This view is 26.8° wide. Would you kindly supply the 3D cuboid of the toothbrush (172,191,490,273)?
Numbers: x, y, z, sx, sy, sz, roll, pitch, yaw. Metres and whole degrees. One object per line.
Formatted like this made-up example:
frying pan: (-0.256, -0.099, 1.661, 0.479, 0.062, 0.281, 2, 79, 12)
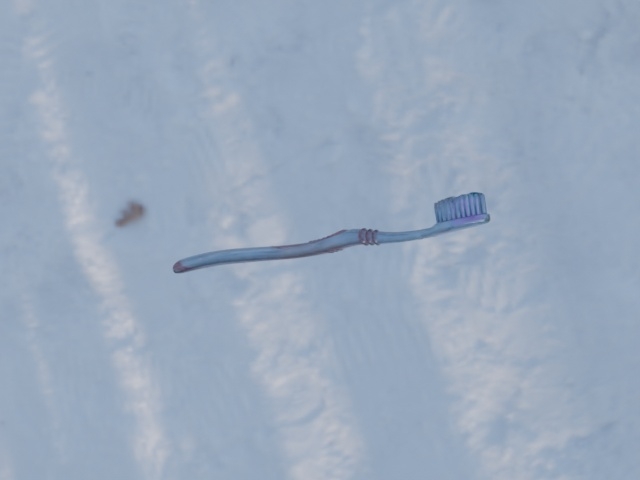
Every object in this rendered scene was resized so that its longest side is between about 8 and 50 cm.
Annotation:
toothbrush: (0.000, 0.000, 0.715, 0.193, 0.013, 0.019, -11, 85, 28)
